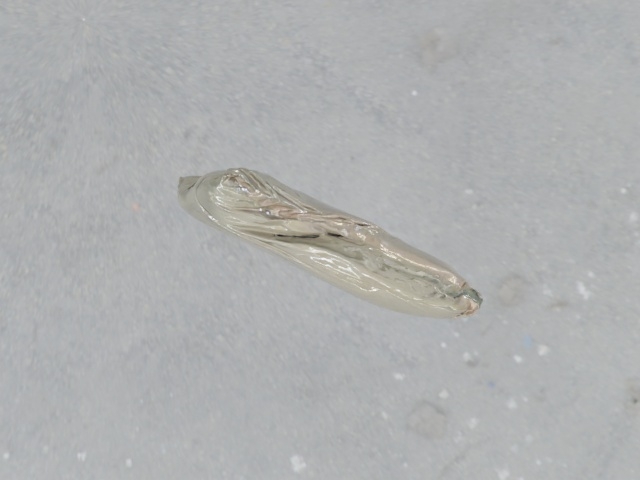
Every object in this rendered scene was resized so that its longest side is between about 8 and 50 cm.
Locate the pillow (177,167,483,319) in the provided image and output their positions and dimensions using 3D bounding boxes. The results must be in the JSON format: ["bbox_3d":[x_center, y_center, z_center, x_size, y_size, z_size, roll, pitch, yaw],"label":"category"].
[{"bbox_3d":[0.000,0.000,0.939,0.270,0.173,0.067,26,84,-9],"label":"pillow"}]
